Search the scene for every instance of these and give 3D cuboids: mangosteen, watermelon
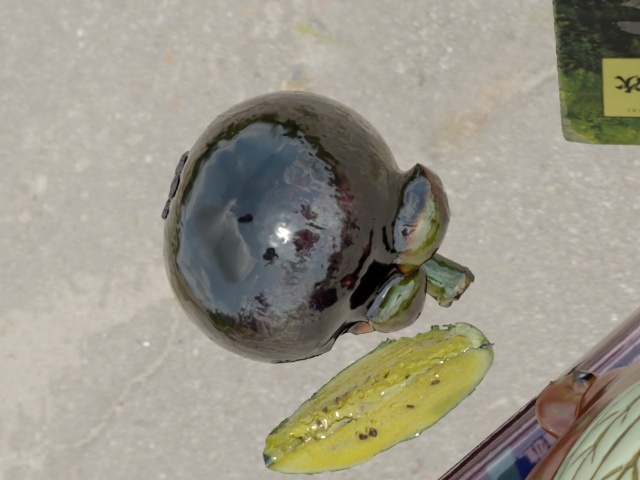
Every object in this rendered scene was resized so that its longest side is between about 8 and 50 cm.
[{"bbox_3d":[0.000,0.000,1.153,0.302,0.275,0.275,18,99,-6],"label":"mangosteen"},{"bbox_3d":[0.076,0.189,1.434,0.301,0.129,0.123,-31,85,10],"label":"watermelon"}]

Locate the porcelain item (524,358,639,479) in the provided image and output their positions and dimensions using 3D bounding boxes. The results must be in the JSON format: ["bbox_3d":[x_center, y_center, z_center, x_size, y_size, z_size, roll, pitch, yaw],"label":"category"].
[{"bbox_3d":[0.140,0.121,0.412,0.253,0.253,0.253,-3,85,34],"label":"porcelain item"}]

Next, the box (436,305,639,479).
[{"bbox_3d":[0.125,0.141,0.608,0.224,0.069,0.120,-41,84,-5],"label":"box"}]

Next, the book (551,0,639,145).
[{"bbox_3d":[0.168,-0.109,0.466,0.160,0.228,0.024,2,59,15],"label":"book"}]
